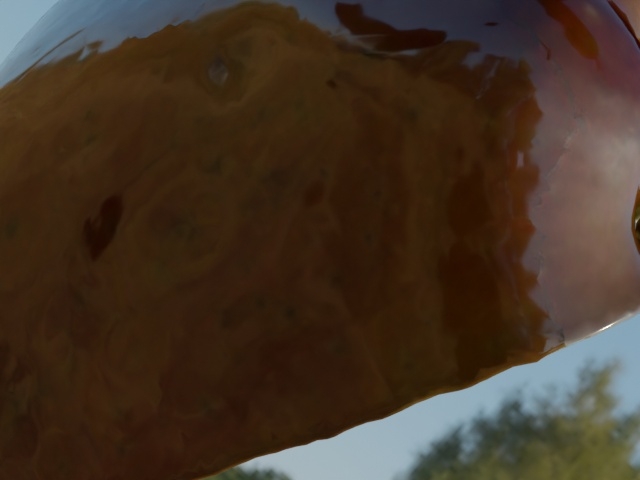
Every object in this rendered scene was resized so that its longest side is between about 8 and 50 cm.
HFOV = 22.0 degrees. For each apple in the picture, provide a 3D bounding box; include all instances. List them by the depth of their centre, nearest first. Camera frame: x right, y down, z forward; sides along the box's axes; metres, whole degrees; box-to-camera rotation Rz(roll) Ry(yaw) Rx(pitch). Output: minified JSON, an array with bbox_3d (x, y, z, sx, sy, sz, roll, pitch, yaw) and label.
[{"bbox_3d":[0.000,0.000,0.654,0.295,0.328,0.365,34,-38,-33],"label":"apple"}]
